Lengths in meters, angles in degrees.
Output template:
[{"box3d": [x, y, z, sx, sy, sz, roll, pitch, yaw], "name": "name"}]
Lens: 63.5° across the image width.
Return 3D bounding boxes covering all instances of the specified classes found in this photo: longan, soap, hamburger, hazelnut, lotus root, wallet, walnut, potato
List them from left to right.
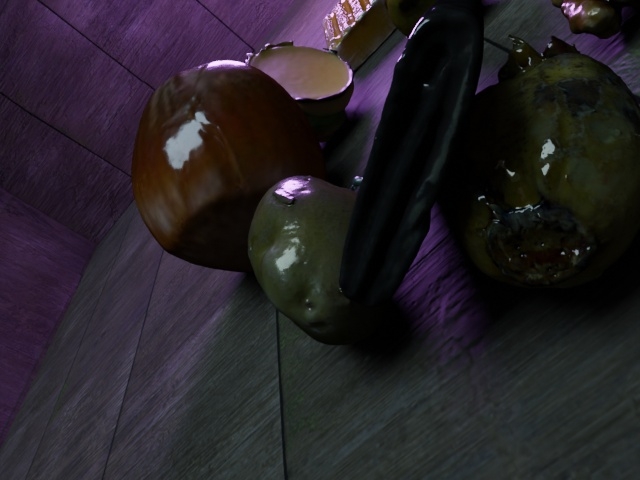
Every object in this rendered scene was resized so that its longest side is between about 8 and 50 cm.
[{"box3d": [-0.165, -0.122, 0.894, 0.372, 0.372, 0.315, -35, -8, 35], "name": "hazelnut"}, {"box3d": [-0.049, -0.280, 1.041, 0.149, 0.237, 0.237, 102, 179, -47], "name": "hamburger"}, {"box3d": [0.001, 0.021, 0.577, 0.160, 0.177, 0.235, -61, 11, 16], "name": "potato"}, {"box3d": [0.091, -0.527, 1.237, 0.173, 0.089, 0.274, -40, 28, 24], "name": "soap"}, {"box3d": [0.107, -0.130, 0.523, 0.406, 0.062, 0.228, -60, -14, -58], "name": "wallet"}, {"box3d": [0.192, -0.415, 0.863, 0.154, 0.145, 0.176, 17, 50, 38], "name": "longan"}, {"box3d": [0.188, -0.078, 0.437, 0.154, 0.154, 0.278, -31, 30, 40], "name": "lotus root"}, {"box3d": [0.322, -0.282, 0.550, 0.143, 0.069, 0.170, -23, 40, 46], "name": "walnut"}]

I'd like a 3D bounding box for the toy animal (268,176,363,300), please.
[{"box3d": [-0.003, -0.001, 0.775, 0.079, 0.070, 0.253, 18, 55, 28], "name": "toy animal"}]
